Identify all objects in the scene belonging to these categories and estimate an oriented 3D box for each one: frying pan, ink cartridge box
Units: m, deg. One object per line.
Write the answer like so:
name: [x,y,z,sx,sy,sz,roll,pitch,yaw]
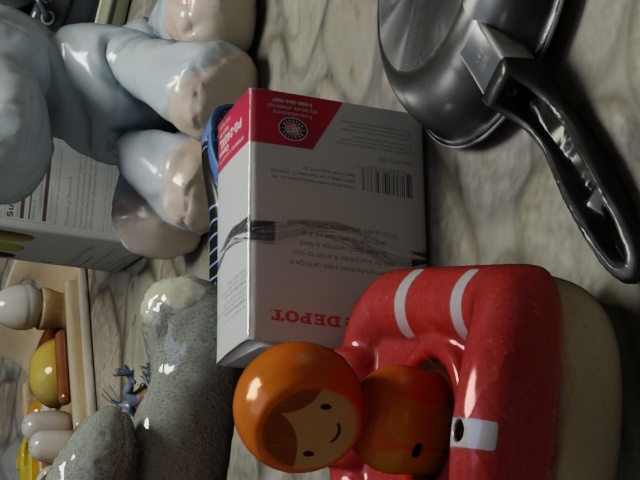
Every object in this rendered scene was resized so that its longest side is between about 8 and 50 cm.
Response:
frying pan: [0.080,-0.091,0.811,0.197,0.053,0.326,131,144,-55]
ink cartridge box: [0.000,0.000,0.886,0.063,0.109,0.150,143,131,-60]

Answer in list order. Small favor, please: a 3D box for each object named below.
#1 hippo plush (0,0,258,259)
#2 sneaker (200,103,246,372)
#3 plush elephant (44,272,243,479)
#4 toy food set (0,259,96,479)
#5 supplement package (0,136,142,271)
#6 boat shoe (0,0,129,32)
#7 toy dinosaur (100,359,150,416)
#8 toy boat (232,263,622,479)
hippo plush: [-0.193,-0.138,1.246,0.234,0.237,0.294,123,147,-48]
sneaker: [-0.045,0.007,1.037,0.090,0.081,0.232,-58,32,33]
plush elephant: [-0.184,0.212,0.921,0.272,0.256,0.330,86,-169,-54]
toy food set: [-0.310,0.171,1.632,0.219,0.092,0.306,120,150,-43]
supplement package: [-0.280,-0.060,1.428,0.139,0.244,0.133,152,123,-65]
boat shoe: [-0.291,-0.269,1.657,0.187,0.156,0.500,-135,57,-66]
toy dinosaur: [-0.158,0.141,1.337,0.090,0.047,0.082,-130,32,-49]
toy boat: [0.034,0.081,0.718,0.231,0.151,0.151,174,103,-68]
